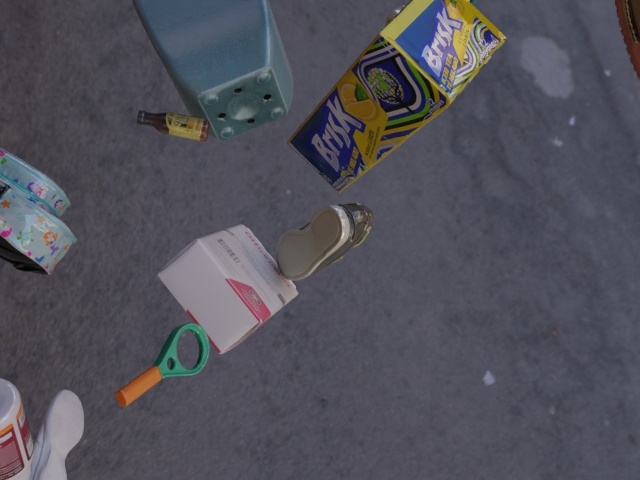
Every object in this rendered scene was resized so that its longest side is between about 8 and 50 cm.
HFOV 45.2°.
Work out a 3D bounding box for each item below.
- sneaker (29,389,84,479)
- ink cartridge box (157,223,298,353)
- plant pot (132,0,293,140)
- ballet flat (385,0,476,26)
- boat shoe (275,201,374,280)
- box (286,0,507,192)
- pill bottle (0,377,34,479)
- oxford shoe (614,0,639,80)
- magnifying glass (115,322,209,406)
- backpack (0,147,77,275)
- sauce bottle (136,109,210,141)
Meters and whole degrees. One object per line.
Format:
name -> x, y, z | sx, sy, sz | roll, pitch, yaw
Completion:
sneaker -> -0.446, 0.337, 1.227 | 0.080, 0.094, 0.212 | 54, 25, -39
ink cartridge box -> -0.179, 0.090, 1.582 | 0.207, 0.117, 0.283 | 51, 14, 3
plant pot -> -0.181, -0.344, 1.480 | 0.247, 0.248, 0.252 | -22, 59, 0
ballet flat -> 0.170, -0.350, 1.137 | 0.139, 0.400, 0.139 | 10, 46, -11
boat shoe -> 0.002, 0.004, 1.574 | 0.091, 0.305, 0.109 | -14, 78, -32
box -> 0.038, -0.088, 0.478 | 0.054, 0.169, 0.059 | 43, 67, -5
pill bottle -> -0.406, 0.249, 0.957 | 0.086, 0.152, 0.086 | 3, 39, -3
oxford shoe -> 0.427, -0.148, 0.731 | 0.140, 0.146, 0.397 | -34, 90, -9
magnifying glass -> -0.267, 0.217, 1.328 | 0.231, 0.026, 0.092 | -35, 112, -55
backpack -> -0.600, -0.050, 1.507 | 0.253, 0.225, 0.191 | 37, 73, 5
sauce bottle -> -0.266, -0.210, 1.388 | 0.128, 0.042, 0.042 | 10, 55, -6
